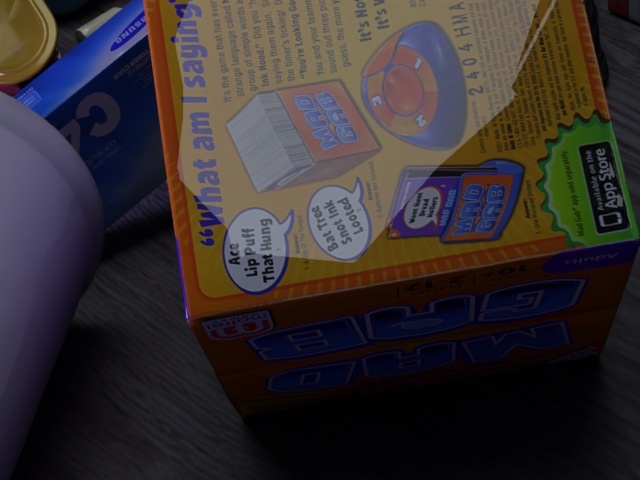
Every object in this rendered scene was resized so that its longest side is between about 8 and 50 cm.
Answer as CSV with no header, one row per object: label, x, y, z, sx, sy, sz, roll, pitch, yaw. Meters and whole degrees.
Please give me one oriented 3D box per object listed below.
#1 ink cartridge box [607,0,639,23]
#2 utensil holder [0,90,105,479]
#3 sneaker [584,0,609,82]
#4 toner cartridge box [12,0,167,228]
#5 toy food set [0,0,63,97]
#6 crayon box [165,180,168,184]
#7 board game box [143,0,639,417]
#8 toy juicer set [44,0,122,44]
ink cartridge box,0.435,-0.319,1.960,0.072,0.127,0.175,-29,42,-27
utensil holder,-0.402,0.085,1.486,0.327,0.328,0.385,-1,41,12
sneaker,0.291,-0.298,1.969,0.109,0.130,0.286,-13,36,1
toner cartridge box,-0.250,-0.106,1.734,0.348,0.165,0.075,-40,42,-4
toy food set,-0.398,-0.253,2.113,0.128,0.071,0.218,-32,67,-1
crayon box,-0.113,-0.125,1.881,0.165,0.081,0.278,-23,39,-16
board game box,0.056,-0.078,1.442,0.356,0.356,0.357,-10,71,1
toy juicer set,-0.379,-0.344,2.225,0.329,0.089,0.209,8,41,22
